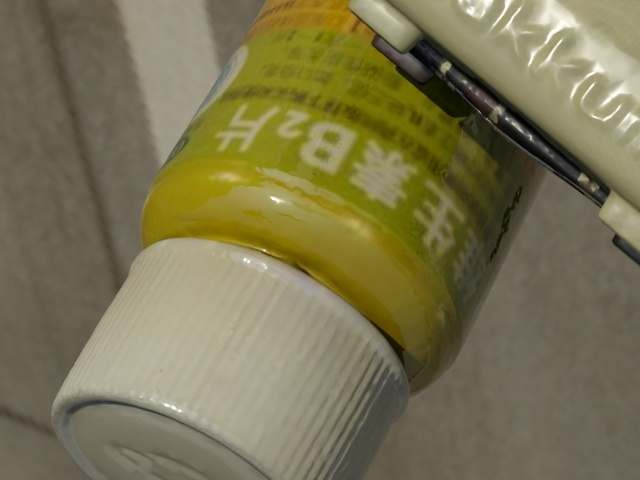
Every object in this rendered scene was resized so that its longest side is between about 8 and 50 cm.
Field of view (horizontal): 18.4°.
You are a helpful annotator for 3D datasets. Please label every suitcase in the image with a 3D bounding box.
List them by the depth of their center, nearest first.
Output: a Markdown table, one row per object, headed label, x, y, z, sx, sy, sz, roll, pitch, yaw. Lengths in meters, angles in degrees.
| label | x | y | z | sx | sy | sz | roll | pitch | yaw |
| --- | --- | --- | --- | --- | --- | --- | --- | --- | --- |
| suitcase | 0.209 | -0.181 | 1.080 | 0.351 | 0.339 | 0.194 | 42 | -178 | 14 |

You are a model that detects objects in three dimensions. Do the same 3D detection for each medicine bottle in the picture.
| label | x | y | z | sx | sy | sz | roll | pitch | yaw |
| --- | --- | --- | --- | --- | --- | --- | --- | --- | --- |
| medicine bottle | 0.000 | 0.000 | 1.262 | 0.224 | 0.384 | 0.224 | 22 | 150 | 13 |
